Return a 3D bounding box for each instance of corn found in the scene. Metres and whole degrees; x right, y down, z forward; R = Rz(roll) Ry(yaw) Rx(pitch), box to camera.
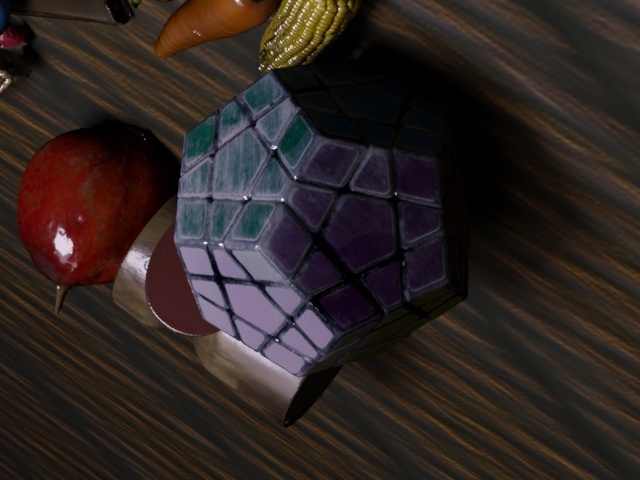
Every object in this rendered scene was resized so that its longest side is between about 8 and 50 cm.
[{"bbox_3d":[-0.014,-0.210,1.635,0.072,0.072,0.203,42,152,0],"label":"corn"}]

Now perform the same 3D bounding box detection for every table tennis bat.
[{"bbox_3d":[-0.114,0.009,1.905,0.130,0.220,0.019,34,178,11],"label":"table tennis bat"}]

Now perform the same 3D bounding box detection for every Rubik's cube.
[{"bbox_3d":[0.007,-0.024,1.650,0.319,0.319,0.264,31,121,19],"label":"Rubik's cube"}]

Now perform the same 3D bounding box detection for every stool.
[{"bbox_3d":[-0.093,0.078,1.992,0.264,0.179,0.179,35,150,11],"label":"stool"}]

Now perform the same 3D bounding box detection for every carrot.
[{"bbox_3d":[-0.113,-0.235,1.730,0.069,0.069,0.336,49,160,-12],"label":"carrot"}]

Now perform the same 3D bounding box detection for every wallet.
[{"bbox_3d":[-0.308,-0.299,1.905,0.198,0.031,0.110,13,138,40],"label":"wallet"}]

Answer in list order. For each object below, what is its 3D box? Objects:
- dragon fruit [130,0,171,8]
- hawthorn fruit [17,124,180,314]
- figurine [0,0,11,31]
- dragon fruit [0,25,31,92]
[{"bbox_3d":[-0.167,-0.305,1.667,0.175,0.138,0.142,-7,151,28],"label":"dragon fruit"},{"bbox_3d":[-0.284,-0.025,2.052,0.189,0.251,0.189,22,170,4],"label":"hawthorn fruit"},{"bbox_3d":[-0.416,-0.337,1.756,0.243,0.298,0.416,45,161,-7],"label":"figurine"},{"bbox_3d":[-0.454,-0.248,2.067,0.211,0.134,0.262,21,161,13],"label":"dragon fruit"}]
